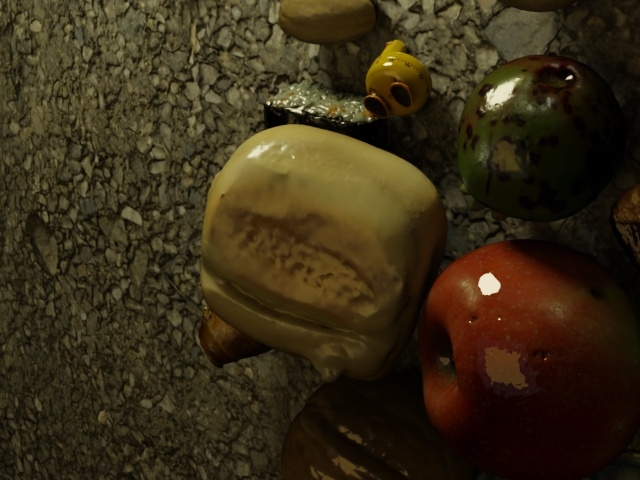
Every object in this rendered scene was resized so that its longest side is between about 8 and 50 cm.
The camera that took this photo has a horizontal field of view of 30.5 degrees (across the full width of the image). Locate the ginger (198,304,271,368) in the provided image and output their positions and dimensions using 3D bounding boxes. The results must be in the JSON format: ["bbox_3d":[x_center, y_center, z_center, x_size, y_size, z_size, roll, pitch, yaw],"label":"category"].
[{"bbox_3d":[-0.077,0.072,2.093,0.418,0.176,0.254,-30,85,36],"label":"ginger"}]

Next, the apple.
[{"bbox_3d":[0.294,0.171,1.672,0.348,0.277,0.348,180,90,-75],"label":"apple"}]

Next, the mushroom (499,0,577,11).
[{"bbox_3d":[0.288,-0.424,1.572,0.255,0.184,0.255,10,113,26],"label":"mushroom"}]

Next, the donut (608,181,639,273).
[{"bbox_3d":[0.471,-0.020,1.623,0.140,0.059,0.140,16,115,40],"label":"donut"}]

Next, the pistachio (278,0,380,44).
[{"bbox_3d":[0.011,-0.371,1.907,0.185,0.108,0.126,0,128,36],"label":"pistachio"}]

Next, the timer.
[{"bbox_3d":[0.126,-0.255,1.861,0.107,0.109,0.107,18,141,16],"label":"timer"}]

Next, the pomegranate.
[{"bbox_3d":[0.280,-0.115,1.644,0.242,0.242,0.306,53,133,16],"label":"pomegranate"}]

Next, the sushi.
[{"bbox_3d":[0.010,-0.182,1.951,0.225,0.136,0.126,24,129,30],"label":"sushi"}]

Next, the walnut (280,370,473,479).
[{"bbox_3d":[0.098,0.373,1.964,0.333,0.333,0.333,17,115,39],"label":"walnut"}]

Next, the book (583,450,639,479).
[{"bbox_3d":[0.538,0.425,1.747,0.322,0.018,0.228,-2,102,44],"label":"book"}]

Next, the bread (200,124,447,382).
[{"bbox_3d":[0.000,0.000,1.823,0.376,0.253,0.348,18,115,12],"label":"bread"}]
